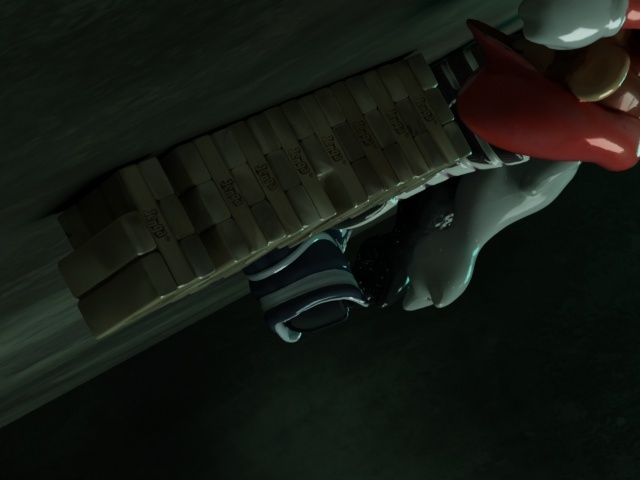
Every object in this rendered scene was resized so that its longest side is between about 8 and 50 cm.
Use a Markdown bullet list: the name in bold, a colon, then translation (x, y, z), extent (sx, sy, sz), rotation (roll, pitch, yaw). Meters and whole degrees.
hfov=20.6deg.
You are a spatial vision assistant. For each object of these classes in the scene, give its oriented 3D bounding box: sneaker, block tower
- **sneaker**: translation (0.000, 0.000, 1.635), extent (0.099, 0.153, 0.282), rotation (-29, 177, 26)
- **sneaker**: translation (0.115, -0.104, 1.535), extent (0.281, 0.106, 0.162), rotation (-22, -177, 14)
- **block tower**: translation (-0.032, -0.041, 1.258), extent (0.335, 0.091, 0.097), rotation (-26, 177, -42)

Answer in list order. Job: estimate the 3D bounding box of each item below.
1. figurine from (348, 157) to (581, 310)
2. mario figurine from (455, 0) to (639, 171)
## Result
- **figurine**: translation (0.122, -0.017, 1.633), extent (0.209, 0.092, 0.215), rotation (-52, -165, -14)
- **mario figurine**: translation (0.208, -0.184, 1.113), extent (0.320, 0.170, 0.198), rotation (-39, 138, 14)
